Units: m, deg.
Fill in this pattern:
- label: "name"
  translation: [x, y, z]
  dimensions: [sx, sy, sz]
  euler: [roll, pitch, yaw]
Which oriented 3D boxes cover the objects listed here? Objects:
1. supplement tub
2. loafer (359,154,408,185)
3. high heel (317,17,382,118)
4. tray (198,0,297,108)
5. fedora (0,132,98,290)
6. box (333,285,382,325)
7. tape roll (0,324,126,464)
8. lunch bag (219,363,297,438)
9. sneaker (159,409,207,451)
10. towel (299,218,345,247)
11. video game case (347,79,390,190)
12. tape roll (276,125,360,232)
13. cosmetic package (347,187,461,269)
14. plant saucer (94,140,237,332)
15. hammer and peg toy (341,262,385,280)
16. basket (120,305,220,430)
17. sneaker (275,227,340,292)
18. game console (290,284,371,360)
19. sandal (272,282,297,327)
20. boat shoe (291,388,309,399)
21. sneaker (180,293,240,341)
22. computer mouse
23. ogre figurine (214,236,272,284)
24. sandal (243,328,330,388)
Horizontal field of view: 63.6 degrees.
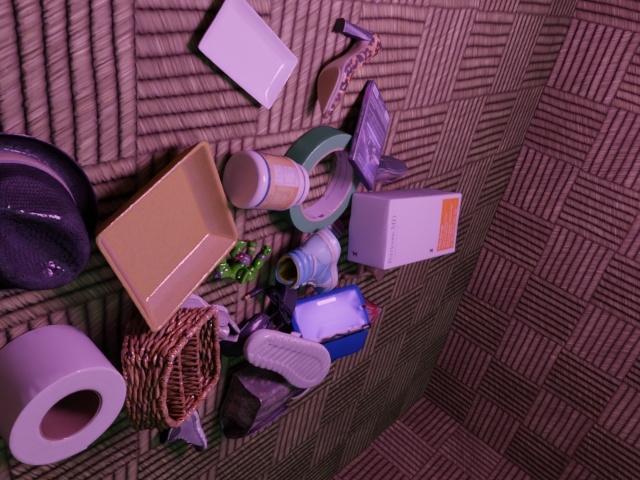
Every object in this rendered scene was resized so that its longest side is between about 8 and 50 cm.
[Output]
- label: "supplement tub"
  translation: [-0.136, -0.150, 1.329]
  dimensions: [0.199, 0.144, 0.144]
  euler: [-1, 118, -54]
- label: "loafer"
  translation: [0.190, -0.235, 1.778]
  dimensions: [0.267, 0.096, 0.084]
  euler: [-10, 145, -42]
- label: "high heel"
  translation: [0.090, -0.451, 1.418]
  dimensions: [0.186, 0.093, 0.261]
  euler: [1, 107, -48]
- label: "tray"
  translation: [-0.160, -0.422, 1.165]
  dimensions: [0.145, 0.030, 0.270]
  euler: [-58, 149, 2]
- label: "fedora"
  translation: [-0.520, -0.018, 0.906]
  dimensions: [0.334, 0.152, 0.334]
  euler: [-35, 142, -33]
- label: "box"
  translation: [0.129, 0.285, 2.096]
  dimensions: [0.128, 0.122, 0.257]
  euler: [-58, 149, 3]
- label: "tape roll"
  translation: [-0.576, 0.329, 1.118]
  dimensions: [0.246, 0.169, 0.246]
  euler: [-35, 143, -32]
- label: "lunch bag"
  translation: [-0.215, 0.565, 1.832]
  dimensions: [0.235, 0.169, 0.287]
  euler: [-20, 140, -49]
- label: "sneaker"
  translation: [-0.446, 0.617, 1.647]
  dimensions: [0.132, 0.086, 0.229]
  euler: [-28, 128, -32]
- label: "towel"
  translation: [0.000, 0.000, 1.764]
  dimensions: [0.197, 0.029, 0.144]
  euler: [-51, 148, -6]
- label: "video game case"
  translation: [0.155, -0.320, 1.593]
  dimensions: [0.196, 0.026, 0.274]
  euler: [45, 56, -58]
- label: "tape roll"
  translation: [-0.001, -0.180, 1.554]
  dimensions: [0.321, 0.077, 0.321]
  euler: [-34, 141, -33]
- label: "cosmetic package"
  translation: [0.300, -0.054, 1.786]
  dimensions: [0.453, 0.161, 0.230]
  euler: [-10, 109, -46]
- label: "plant saucer"
  translation: [-0.346, -0.013, 1.174]
  dimensions: [0.333, 0.080, 0.333]
  euler: [-53, 150, -33]
- label: "hammer and peg toy"
  translation: [0.234, 0.037, 2.018]
  dimensions: [0.265, 0.127, 0.362]
  euler: [-23, 135, -43]
- label: "basket"
  translation: [-0.364, 0.333, 1.298]
  dimensions: [0.222, 0.214, 0.299]
  euler: [1, 125, -11]
- label: "sneaker"
  translation: [-0.052, 0.105, 1.652]
  dimensions: [0.208, 0.127, 0.319]
  euler: [-31, 150, -21]
- label: "game console"
  translation: [0.021, 0.325, 1.914]
  dimensions: [0.292, 0.250, 0.173]
  euler: [-13, 171, -23]
- label: "sandal"
  translation: [-0.119, 0.168, 1.731]
  dimensions: [0.097, 0.054, 0.255]
  euler: [-16, 120, -57]
- label: "boat shoe"
  translation: [-0.045, 0.450, 2.001]
  dimensions: [0.340, 0.127, 0.113]
  euler: [-51, 146, -13]
- label: "sneaker"
  translation: [-0.315, 0.224, 1.432]
  dimensions: [0.099, 0.121, 0.262]
  euler: [-59, 148, 4]
- label: "computer mouse"
  translation: [-0.212, 0.258, 1.624]
  dimensions: [0.262, 0.060, 0.184]
  euler: [-30, 121, -15]
- label: "ogre figurine"
  translation: [-0.226, 0.055, 1.433]
  dimensions: [0.197, 0.096, 0.118]
  euler: [11, 97, -68]
- label: "sandal"
  translation: [-0.102, 0.368, 1.707]
  dimensions: [0.169, 0.102, 0.416]
  euler: [-48, 136, 0]
